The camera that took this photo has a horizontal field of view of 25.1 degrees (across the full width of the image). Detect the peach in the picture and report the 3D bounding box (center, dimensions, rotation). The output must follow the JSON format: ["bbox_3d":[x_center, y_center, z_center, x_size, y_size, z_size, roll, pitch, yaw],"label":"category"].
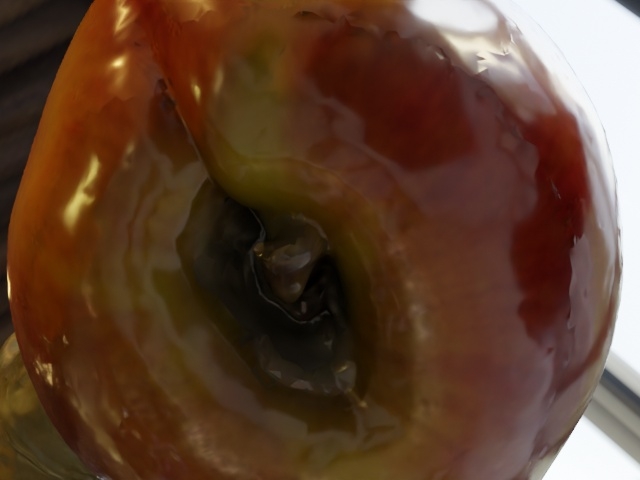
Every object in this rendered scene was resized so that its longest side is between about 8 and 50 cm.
[{"bbox_3d":[0.000,0.000,0.576,0.238,0.281,0.281,-24,-22,9],"label":"peach"}]

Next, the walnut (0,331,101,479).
[{"bbox_3d":[-0.192,0.162,1.436,0.277,0.253,0.282,-73,-18,-62],"label":"walnut"}]
